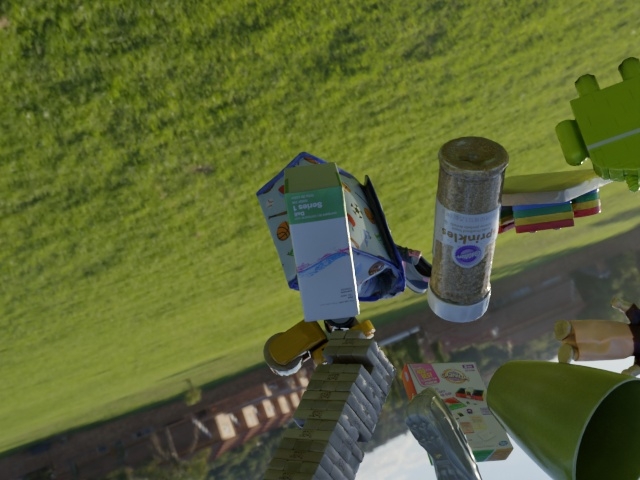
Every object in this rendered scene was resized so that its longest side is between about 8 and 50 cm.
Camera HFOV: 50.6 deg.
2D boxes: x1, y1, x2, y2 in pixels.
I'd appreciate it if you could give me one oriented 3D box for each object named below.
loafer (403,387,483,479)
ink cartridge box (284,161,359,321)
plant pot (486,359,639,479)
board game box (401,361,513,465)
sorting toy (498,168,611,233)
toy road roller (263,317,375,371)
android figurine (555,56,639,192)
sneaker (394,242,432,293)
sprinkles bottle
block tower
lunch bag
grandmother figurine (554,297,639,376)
[{"bbox_3d":[0.306,0.487,1.554,0.112,0.320,0.111,-20,-169,43],"label":"loafer"},{"bbox_3d":[0.000,0.000,1.399,0.117,0.278,0.201,-8,-160,0],"label":"ink cartridge box"},{"bbox_3d":[0.509,0.373,1.449,0.274,0.275,0.293,-14,-162,-30],"label":"plant pot"},{"bbox_3d":[0.400,0.506,2.019,0.242,0.317,0.064,2,131,-15],"label":"board game box"},{"bbox_3d":[0.443,-0.077,1.398,0.257,0.090,0.255,-18,-168,-42],"label":"sorting toy"},{"bbox_3d":[0.016,0.338,2.018,0.329,0.241,0.202,-30,165,-8],"label":"toy road roller"},{"bbox_3d":[0.566,-0.211,1.239,0.248,0.273,0.056,-20,145,19],"label":"android figurine"},{"bbox_3d":[0.272,0.047,2.303,0.131,0.319,0.112,-43,-163,48],"label":"sneaker"},{"bbox_3d":[0.265,-0.012,1.248,0.121,0.121,0.356,-18,131,-17],"label":"sprinkles bottle"},{"bbox_3d":[0.011,0.289,1.004,0.090,0.097,0.336,-8,-139,37],"label":"block tower"},{"bbox_3d":[0.064,-0.021,1.835,0.239,0.328,0.385,-37,145,27],"label":"lunch bag"},{"bbox_3d":[0.772,0.247,1.709,0.342,0.208,0.104,2,169,-4],"label":"grandmother figurine"}]
